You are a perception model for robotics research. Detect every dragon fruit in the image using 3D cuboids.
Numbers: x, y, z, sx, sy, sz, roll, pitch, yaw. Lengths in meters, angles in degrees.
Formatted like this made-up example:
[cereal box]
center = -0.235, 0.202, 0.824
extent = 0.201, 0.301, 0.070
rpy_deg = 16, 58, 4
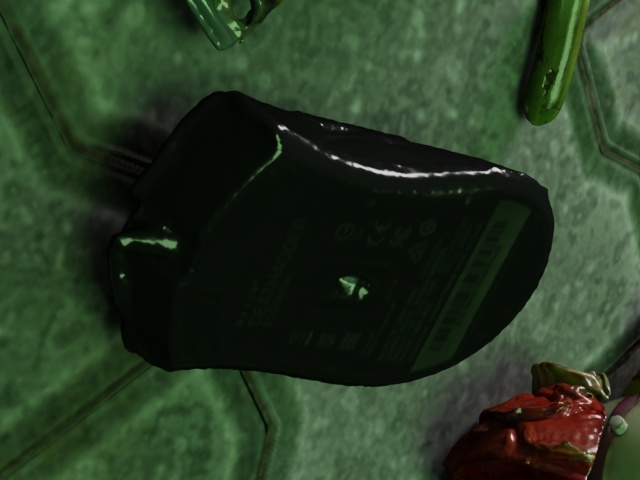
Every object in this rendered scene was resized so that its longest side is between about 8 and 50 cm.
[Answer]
[dragon fruit]
center = 0.130, 0.130, 0.845
extent = 0.106, 0.083, 0.162
rpy_deg = -60, 166, -31

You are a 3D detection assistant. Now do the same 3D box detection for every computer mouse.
[computer mouse]
center = 0.000, 0.000, 0.689
extent = 0.264, 0.088, 0.147
rpy_deg = 8, 116, -41

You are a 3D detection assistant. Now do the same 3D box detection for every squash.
[squash]
center = 0.143, -0.111, 0.812
extent = 0.027, 0.027, 0.083
rpy_deg = 6, 99, -40

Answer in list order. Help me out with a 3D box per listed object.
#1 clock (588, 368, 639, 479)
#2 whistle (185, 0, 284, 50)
[clock]
center = 0.261, 0.126, 0.932
extent = 0.231, 0.103, 0.144
rpy_deg = -53, 128, -17
[whistle]
center = -0.099, -0.220, 0.559
extent = 0.068, 0.057, 0.326
rpy_deg = -45, 127, -16
